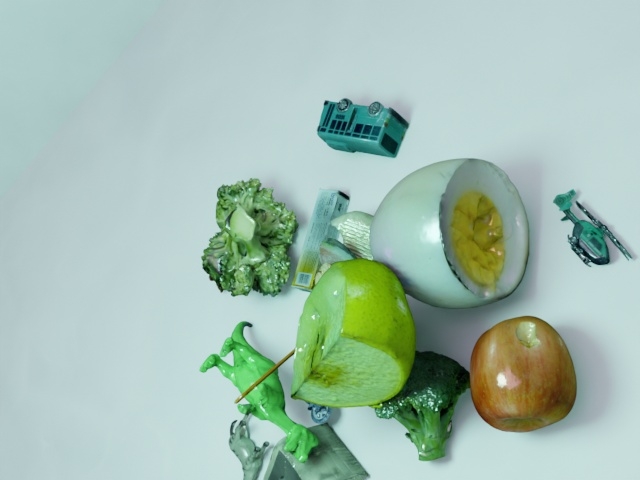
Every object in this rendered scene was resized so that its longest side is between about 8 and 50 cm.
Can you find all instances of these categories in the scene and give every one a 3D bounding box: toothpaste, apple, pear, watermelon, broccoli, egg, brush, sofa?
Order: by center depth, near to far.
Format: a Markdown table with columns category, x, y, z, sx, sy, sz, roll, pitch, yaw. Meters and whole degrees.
| category | x | y | z | sx | sy | sz | roll | pitch | yaw |
| --- | --- | --- | --- | --- | --- | --- | --- | --- | --- |
| apple | 0.434 | 0.285 | 1.553 | 0.242 | 0.242 | 0.241 | -20 | 53 | 29 |
| pear | 0.086 | 0.188 | 1.606 | 0.342 | 0.238 | 0.318 | 123 | 160 | -49 |
| broccoli | 0.229 | 0.394 | 1.691 | 0.269 | 0.254 | 0.269 | 11 | 107 | 39 |
| egg | 0.279 | -0.006 | 1.735 | 0.339 | 0.354 | 0.355 | -11 | 64 | 49 |
| brush | -0.098 | 0.302 | 1.749 | 0.017 | 0.314 | 0.090 | 46 | 147 | 10 |
| sofa | -0.025 | 0.632 | 1.858 | 0.210 | 0.175 | 0.226 | 42 | 127 | 41 |
| watermelon | 0.050 | 0.052 | 1.895 | 0.094 | 0.180 | 0.081 | -28 | 32 | 1 |
| toothpaste | 0.000 | 0.000 | 2.111 | 0.089 | 0.071 | 0.313 | 6 | 75 | 41 |
| broccoli | -0.209 | 0.002 | 2.133 | 0.276 | 0.317 | 0.339 | 12 | 106 | 0 |

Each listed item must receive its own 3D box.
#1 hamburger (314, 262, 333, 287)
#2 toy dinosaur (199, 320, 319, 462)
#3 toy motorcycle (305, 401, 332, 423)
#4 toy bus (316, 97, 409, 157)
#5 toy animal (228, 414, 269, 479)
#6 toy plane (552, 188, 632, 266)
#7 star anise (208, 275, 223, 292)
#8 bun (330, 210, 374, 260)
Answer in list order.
| category | x | y | z | sx | sy | sz | roll | pitch | yaw |
| --- | --- | --- | --- | --- | --- | --- | --- | --- | --- |
| hamburger | 0.114 | 0.212 | 1.843 | 0.162 | 0.208 | 0.330 | 139 | 123 | -63 |
| toy dinosaur | -0.123 | 0.377 | 1.948 | 0.374 | 0.500 | 0.144 | 37 | 104 | 3 |
| toy motorcycle | 0.014 | 0.369 | 1.934 | 0.135 | 0.092 | 0.255 | 4 | 65 | 48 |
| toy bus | 0.118 | -0.335 | 2.125 | 0.255 | 0.128 | 0.147 | 15 | 82 | 38 |
| toy animal | -0.217 | 0.612 | 2.018 | 0.176 | 0.073 | 0.217 | -57 | 43 | 23 |
| toy plane | 0.618 | -0.021 | 1.659 | 0.096 | 0.060 | 0.235 | -37 | 56 | 9 |
| star anise | -0.278 | 0.059 | 2.298 | 0.177 | 0.073 | 0.234 | 21 | 75 | 32 |
| bun | 0.103 | 0.021 | 1.986 | 0.204 | 0.126 | 0.212 | 44 | 107 | 14 |
